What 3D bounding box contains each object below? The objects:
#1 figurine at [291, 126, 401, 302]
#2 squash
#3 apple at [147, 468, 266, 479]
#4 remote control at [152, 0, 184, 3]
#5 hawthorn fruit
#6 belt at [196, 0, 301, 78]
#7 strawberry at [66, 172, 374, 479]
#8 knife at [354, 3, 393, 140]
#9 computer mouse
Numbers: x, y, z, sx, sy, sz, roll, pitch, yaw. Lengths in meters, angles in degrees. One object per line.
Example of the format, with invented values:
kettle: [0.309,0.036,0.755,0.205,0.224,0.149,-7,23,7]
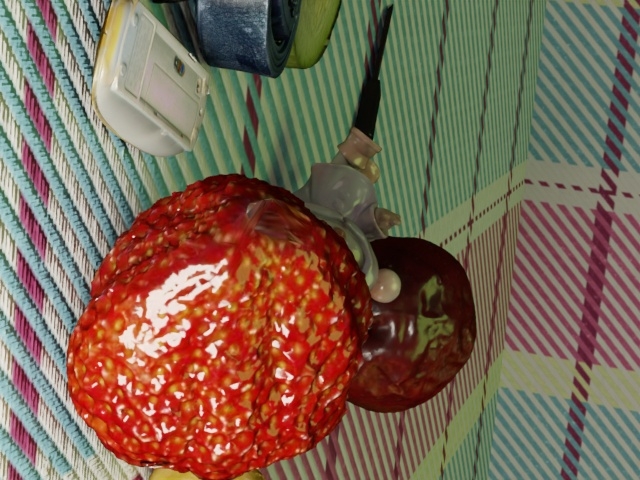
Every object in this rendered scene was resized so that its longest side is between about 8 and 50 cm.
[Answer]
figurine: [0.000,0.001,1.454,0.133,0.200,0.276,-36,-157,54]
squash: [-0.015,-0.294,1.447,0.219,0.041,0.219,12,90,-77]
apple: [-0.105,0.272,1.268,0.146,0.146,0.146,9,90,-73]
remote control: [-0.116,-0.322,1.107,0.063,0.025,0.245,-31,128,-70]
hawthorn fruit: [0.066,0.106,1.652,0.266,0.210,0.230,1,111,-59]
belt: [-0.065,-0.228,1.197,0.190,0.082,0.141,74,28,-77]
strawberry: [-0.070,0.064,1.068,0.288,0.238,0.250,117,-12,-46]
knife: [0.078,-0.230,1.812,0.060,0.028,0.230,90,11,-68]
computer mouse: [-0.144,-0.133,1.075,0.199,0.044,0.102,38,61,-71]
